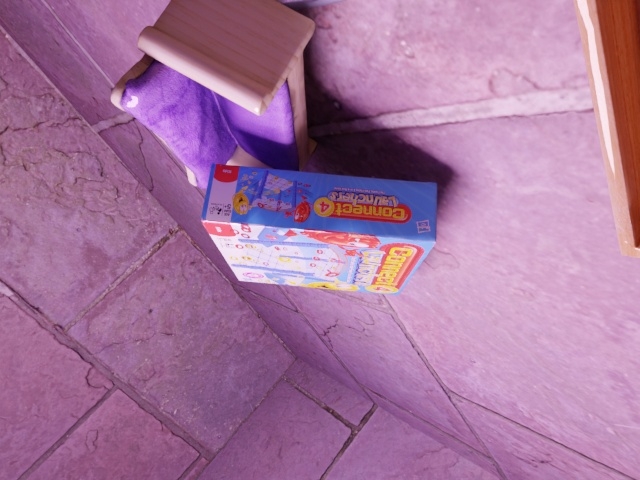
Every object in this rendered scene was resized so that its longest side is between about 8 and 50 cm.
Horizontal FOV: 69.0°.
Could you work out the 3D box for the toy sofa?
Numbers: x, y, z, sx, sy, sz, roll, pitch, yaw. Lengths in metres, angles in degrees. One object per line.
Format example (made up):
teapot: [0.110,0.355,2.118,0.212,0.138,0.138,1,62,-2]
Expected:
toy sofa: [-0.108,-0.156,0.633,0.150,0.177,0.362,30,171,5]

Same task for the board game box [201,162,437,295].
board game box: [0.000,0.000,0.740,0.302,0.086,0.308,5,161,2]

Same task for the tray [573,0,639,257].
tray: [0.269,-0.138,0.263,0.203,0.076,0.410,16,145,51]

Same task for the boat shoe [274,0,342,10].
boat shoe: [-0.033,-0.297,0.512,0.229,0.080,0.076,20,124,49]
